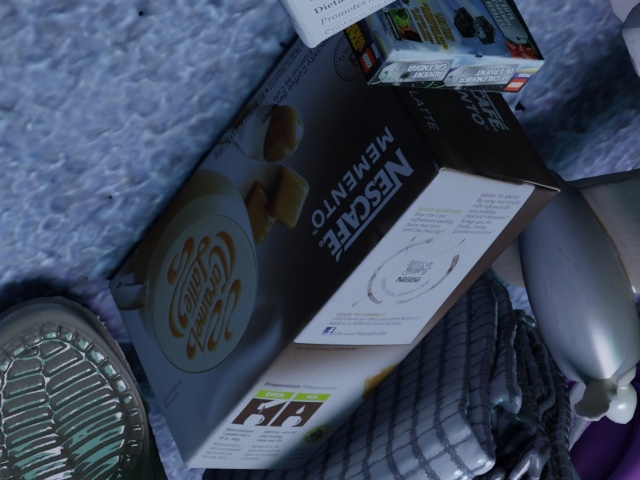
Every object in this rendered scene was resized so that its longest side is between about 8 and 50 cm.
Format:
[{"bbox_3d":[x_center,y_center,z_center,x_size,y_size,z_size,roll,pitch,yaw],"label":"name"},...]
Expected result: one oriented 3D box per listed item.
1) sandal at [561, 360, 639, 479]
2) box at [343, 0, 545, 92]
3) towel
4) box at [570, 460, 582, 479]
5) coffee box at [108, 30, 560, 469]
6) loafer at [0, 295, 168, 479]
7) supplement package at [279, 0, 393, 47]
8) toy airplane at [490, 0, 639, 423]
[{"bbox_3d":[0.136,0.170,1.365,0.416,0.169,0.102,-32,126,6],"label":"sandal"},{"bbox_3d":[0.040,-0.132,0.873,0.094,0.137,0.027,0,144,-36],"label":"box"},{"bbox_3d":[0.044,0.150,1.156,0.235,0.284,0.121,-35,103,14],"label":"towel"},{"bbox_3d":[0.042,0.238,1.301,0.322,0.232,0.058,-37,145,14],"label":"box"},{"bbox_3d":[0.000,0.000,1.024,0.098,0.141,0.246,8,134,-43],"label":"coffee box"},{"bbox_3d":[-0.152,0.129,1.144,0.102,0.092,0.268,-22,131,-8],"label":"loafer"},{"bbox_3d":[0.023,-0.223,0.722,0.194,0.149,0.203,-29,149,2],"label":"supplement package"},{"bbox_3d":[0.271,0.014,1.024,0.272,0.384,0.386,-54,166,-24],"label":"toy airplane"}]
